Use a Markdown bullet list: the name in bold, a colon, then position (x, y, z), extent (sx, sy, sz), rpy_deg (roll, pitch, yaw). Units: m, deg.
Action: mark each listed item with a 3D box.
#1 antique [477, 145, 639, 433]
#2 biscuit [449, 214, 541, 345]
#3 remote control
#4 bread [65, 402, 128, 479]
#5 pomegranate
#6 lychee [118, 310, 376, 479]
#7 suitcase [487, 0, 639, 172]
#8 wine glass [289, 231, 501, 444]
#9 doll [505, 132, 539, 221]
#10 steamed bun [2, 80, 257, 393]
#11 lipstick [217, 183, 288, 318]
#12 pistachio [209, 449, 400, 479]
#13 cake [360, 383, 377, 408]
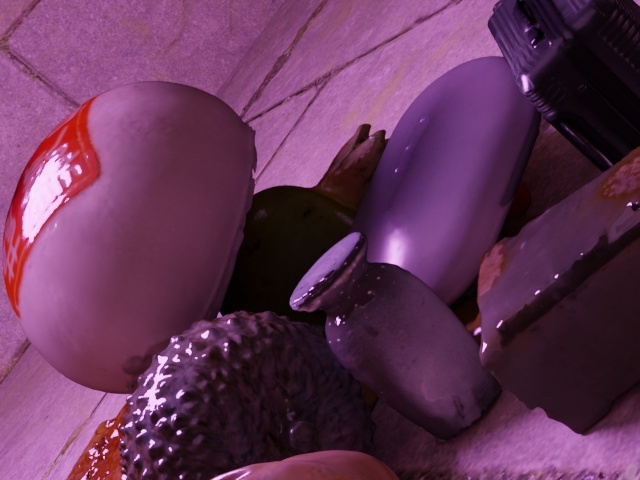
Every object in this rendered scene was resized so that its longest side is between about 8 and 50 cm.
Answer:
- **antique**: position (0.260, 0.013, 1.156), extent (0.284, 0.125, 0.150), rpy_deg (-41, 19, 30)
- **biscuit**: position (0.164, 0.058, 1.487), extent (0.183, 0.039, 0.174), rpy_deg (-57, 15, -28)
- **remote control**: position (0.126, -0.054, 1.533), extent (0.221, 0.103, 0.332), rpy_deg (-4, 58, 54)
- **bread**: position (-0.183, 0.280, 1.693), extent (0.312, 0.172, 0.312), rpy_deg (-40, 17, 15)
- **pomegranate**: position (0.000, 0.000, 1.710), extent (0.301, 0.236, 0.236), rpy_deg (-66, 16, 1)
- **lychee**: position (-0.076, 0.198, 1.429), extent (0.274, 0.255, 0.255), rpy_deg (-29, 25, 56)
- **suitcase**: position (0.276, -0.172, 1.409), extent (0.128, 0.202, 0.312), rpy_deg (-45, 15, 17)
- **wine glass**: position (0.072, 0.090, 1.351), extent (0.111, 0.204, 0.111), rpy_deg (-45, 11, 11)
- **doll**: position (0.184, -0.108, 1.724), extent (0.200, 0.105, 0.336), rpy_deg (-44, 24, 26)
- **steamed bun**: position (-0.235, -0.014, 1.651), extent (0.374, 0.241, 0.374), rpy_deg (-161, 90, -76)
- **lipstick**: position (-0.126, 0.066, 2.179), extent (0.327, 0.087, 0.087), rpy_deg (-50, 15, -4)
- **pistachio**: position (-0.031, 0.289, 1.127), extent (0.309, 0.230, 0.230), rpy_deg (-50, 12, 34)
- **cake**: position (0.027, 0.172, 1.586), extent (0.084, 0.044, 0.084), rpy_deg (-43, 16, 16)
